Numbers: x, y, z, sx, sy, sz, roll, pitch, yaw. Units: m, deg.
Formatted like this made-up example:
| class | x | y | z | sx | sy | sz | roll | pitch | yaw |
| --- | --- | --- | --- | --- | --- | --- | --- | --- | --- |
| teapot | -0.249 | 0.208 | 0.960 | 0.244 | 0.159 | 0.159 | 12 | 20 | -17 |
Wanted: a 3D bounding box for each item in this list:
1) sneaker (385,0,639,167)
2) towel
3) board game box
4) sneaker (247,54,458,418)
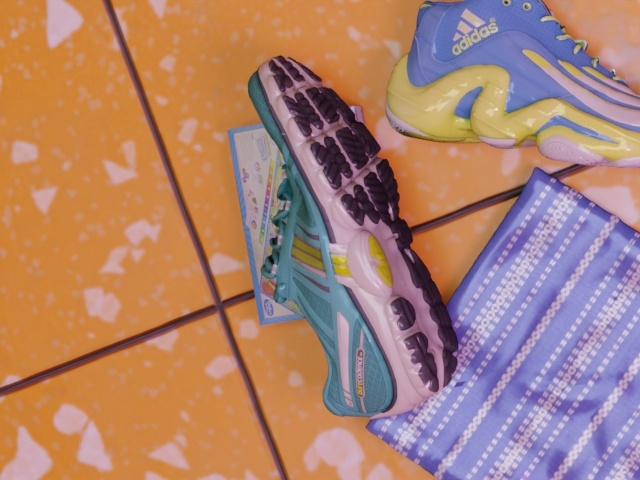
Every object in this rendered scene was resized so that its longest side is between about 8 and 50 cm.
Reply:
| class | x | y | z | sx | sy | sz | roll | pitch | yaw |
| --- | --- | --- | --- | --- | --- | --- | --- | --- | --- |
| sneaker | 0.163 | -0.121 | 1.265 | 0.240 | 0.091 | 0.126 | 9 | 95 | 18 |
| towel | 0.226 | 0.138 | 1.288 | 0.336 | 0.040 | 0.243 | 36 | 102 | 13 |
| board game box | -0.007 | -0.018 | 1.358 | 0.103 | 0.026 | 0.154 | -9 | 91 | 18 |
| sneaker | 0.000 | 0.000 | 1.293 | 0.110 | 0.107 | 0.275 | -22 | 87 | 27 |
